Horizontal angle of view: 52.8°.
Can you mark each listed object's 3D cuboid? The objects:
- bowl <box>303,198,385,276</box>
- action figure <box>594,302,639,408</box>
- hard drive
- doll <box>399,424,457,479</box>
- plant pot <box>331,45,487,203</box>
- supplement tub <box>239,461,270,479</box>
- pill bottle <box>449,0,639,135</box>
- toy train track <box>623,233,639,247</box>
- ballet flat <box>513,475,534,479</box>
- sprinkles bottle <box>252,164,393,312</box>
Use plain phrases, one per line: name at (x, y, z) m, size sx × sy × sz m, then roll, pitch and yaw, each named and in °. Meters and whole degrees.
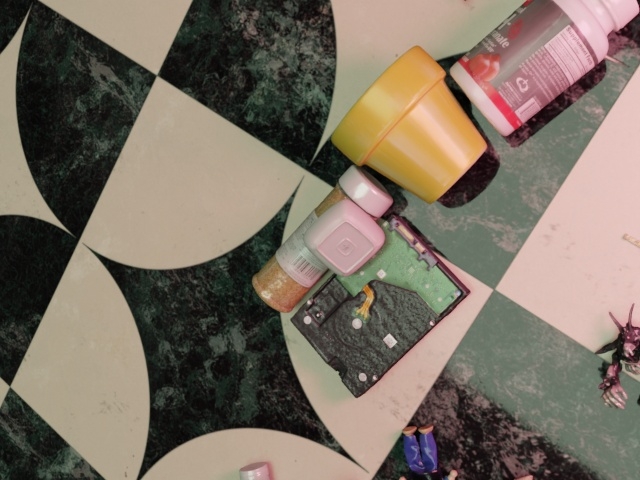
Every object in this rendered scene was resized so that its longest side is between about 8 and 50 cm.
bowl at (0.049, 0.004, 1.329) m, size 0.142 × 0.053 × 0.142 m, roll -42°, pitch 111°, yaw 16°
action figure at (0.598, 0.256, 1.158) m, size 0.164 × 0.141 × 0.276 m, roll -31°, pitch 80°, yaw 32°
hard drive at (0.123, 0.143, 1.400) m, size 0.237 × 0.064 × 0.339 m, roll 47°, pitch 108°, yaw 16°
doll at (0.227, 0.492, 1.366) m, size 0.129 × 0.046 × 0.189 m, roll -12°, pitch 85°, yaw 24°
plant pot at (0.190, -0.211, 1.284) m, size 0.239 × 0.254 × 0.254 m, roll 45°, pitch 107°, yaw 2°
supplement tub at (-0.148, 0.585, 1.514) m, size 0.070 × 0.071 × 0.107 m, roll -15°, pitch 85°, yaw 22°
pill bottle at (0.418, -0.362, 1.210) m, size 0.318 × 0.176 × 0.176 m, roll -40°, pitch 76°, yaw 18°
toy train track at (0.613, 0.012, 1.216) m, size 0.083 × 0.014 × 0.048 m, roll 34°, pitch 103°, yaw 20°
ballet flat at (0.364, 0.530, 1.304) m, size 0.052 × 0.057 × 0.168 m, roll 38°, pitch 104°, yaw 28°
sprinkles bottle at (0.000, 0.000, 1.420) m, size 0.355 × 0.121 × 0.121 m, roll -47°, pitch 73°, yaw 16°
